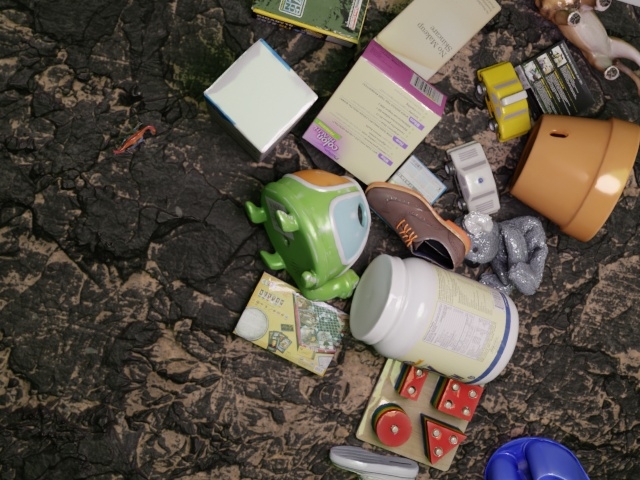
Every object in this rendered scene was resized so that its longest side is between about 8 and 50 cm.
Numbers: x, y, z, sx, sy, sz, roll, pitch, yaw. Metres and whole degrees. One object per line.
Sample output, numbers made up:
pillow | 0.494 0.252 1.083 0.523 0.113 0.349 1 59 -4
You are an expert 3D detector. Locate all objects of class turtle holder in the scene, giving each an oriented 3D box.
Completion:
turtle holder | 0.004 -0.008 1.434 0.227 0.243 0.321 -29 93 -23

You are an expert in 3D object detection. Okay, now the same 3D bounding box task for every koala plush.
koala plush | 0.400 0.005 1.518 0.221 0.196 0.204 23 75 -7

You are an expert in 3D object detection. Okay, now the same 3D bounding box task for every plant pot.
plant pot | 0.572 -0.166 1.489 0.203 0.291 0.291 21 91 8

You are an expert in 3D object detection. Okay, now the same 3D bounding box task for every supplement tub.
supplement tub | 0.254 0.177 1.458 0.324 0.235 0.236 21 91 -16

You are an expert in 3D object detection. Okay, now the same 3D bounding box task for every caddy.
caddy | 0.555 0.650 1.580 0.241 0.179 0.341 -30 97 19

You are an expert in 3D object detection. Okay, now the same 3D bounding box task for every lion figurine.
lion figurine | 0.637 -0.502 1.525 0.142 0.240 0.392 -35 114 13

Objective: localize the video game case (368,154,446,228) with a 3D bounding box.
video game case | 0.211 -0.108 1.564 0.119 0.015 0.166 42 88 -8

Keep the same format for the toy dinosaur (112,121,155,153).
toy dinosaur | -0.413 -0.229 1.452 0.082 0.090 0.047 -30 115 27

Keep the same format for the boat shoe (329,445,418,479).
boat shoe | 0.126 0.564 1.560 0.226 0.083 0.076 13 98 -3

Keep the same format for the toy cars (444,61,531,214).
toy cars | 0.414 -0.241 1.545 0.176 0.087 0.394 21 91 -8

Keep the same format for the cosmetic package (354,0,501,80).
cosmetic package | 0.247 -0.481 1.497 0.309 0.113 0.160 -45 98 -4

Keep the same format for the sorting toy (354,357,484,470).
sorting toy | 0.253 0.416 1.565 0.257 0.089 0.256 23 91 -8

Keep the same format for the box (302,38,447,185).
box | 0.120 -0.275 1.429 0.213 0.117 0.243 35 128 -8

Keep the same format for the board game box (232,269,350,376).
board game box | -0.065 0.198 1.534 0.243 0.042 0.165 28 90 -8

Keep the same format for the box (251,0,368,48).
box | 0.002 -0.637 1.474 0.256 0.079 0.322 15 92 -6

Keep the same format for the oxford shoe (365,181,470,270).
oxford shoe | 0.209 -0.034 1.431 0.271 0.098 0.097 33 133 5

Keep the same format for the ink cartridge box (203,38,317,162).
ink cartridge box | -0.134 -0.295 1.399 0.171 0.232 0.168 44 85 -7

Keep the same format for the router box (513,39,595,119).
router box | 0.574 -0.380 1.578 0.133 0.046 0.179 -30 97 -5

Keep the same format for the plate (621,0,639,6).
plate | 0.735 -0.743 1.577 0.277 0.045 0.278 12 93 -7
